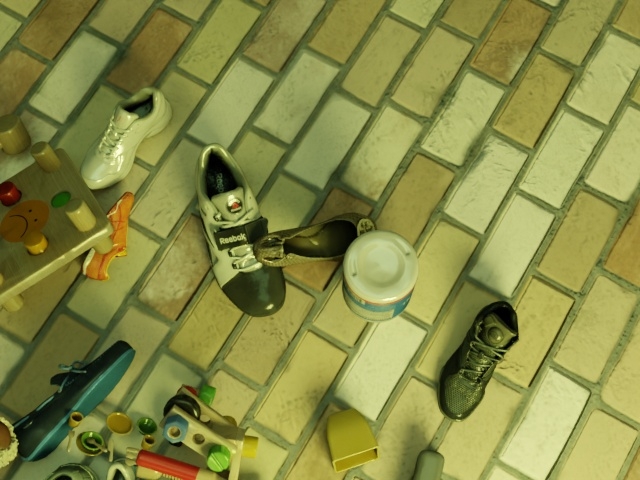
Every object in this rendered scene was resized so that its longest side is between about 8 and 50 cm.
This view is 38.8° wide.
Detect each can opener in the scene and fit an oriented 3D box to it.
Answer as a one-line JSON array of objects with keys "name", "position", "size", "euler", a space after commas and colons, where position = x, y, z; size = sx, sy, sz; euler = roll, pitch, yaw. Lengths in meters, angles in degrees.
[{"name": "can opener", "position": [0.138, 0.480, 1.494], "size": [0.093, 0.074, 0.280], "euler": [18, 74, 7]}]

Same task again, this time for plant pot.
[{"name": "plant pot", "position": [0.048, 0.334, 1.539], "size": [0.081, 0.081, 0.083], "euler": [-18, 63, -5]}]

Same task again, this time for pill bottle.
[{"name": "pill bottle", "position": [0.098, 0.070, 1.543], "size": [0.124, 0.221, 0.124], "euler": [0, 74, 1]}]

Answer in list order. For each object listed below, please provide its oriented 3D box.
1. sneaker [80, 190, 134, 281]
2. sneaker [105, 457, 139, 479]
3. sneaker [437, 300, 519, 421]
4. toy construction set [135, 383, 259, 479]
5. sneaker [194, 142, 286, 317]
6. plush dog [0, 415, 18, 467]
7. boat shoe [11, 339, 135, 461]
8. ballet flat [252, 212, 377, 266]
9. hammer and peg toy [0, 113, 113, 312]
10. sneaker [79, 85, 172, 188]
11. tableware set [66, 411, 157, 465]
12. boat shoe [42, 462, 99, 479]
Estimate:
[{"name": "sneaker", "position": [-0.378, -0.007, 1.665], "size": [0.067, 0.064, 0.175], "euler": [24, 79, -14]}, {"name": "sneaker", "position": [-0.337, 0.457, 1.503], "size": [0.071, 0.083, 0.190], "euler": [-7, 74, -3]}, {"name": "sneaker", "position": [0.269, 0.199, 1.552], "size": [0.087, 0.130, 0.227], "euler": [30, 78, 11]}, {"name": "toy construction set", "position": [-0.158, 0.377, 1.426], "size": [0.237, 0.309, 0.257], "euler": [17, 82, 1]}, {"name": "sneaker", "position": [-0.156, -0.022, 1.617], "size": [0.122, 0.146, 0.330], "euler": [-22, 75, -7]}, {"name": "plush dog", "position": [-0.634, 0.410, 1.455], "size": [0.211, 0.262, 0.225], "euler": [-13, 83, 37]}, {"name": "boat shoe", "position": [-0.433, 0.259, 1.554], "size": [0.089, 0.109, 0.258], "euler": [41, 76, 15]}, {"name": "ballet flat", "position": [0.000, 0.000, 1.607], "size": [0.250, 0.058, 0.084], "euler": [-9, 90, -28]}, {"name": "hammer and peg toy", "position": [-0.548, -0.054, 1.626], "size": [0.266, 0.127, 0.361], "euler": [-34, 51, -10]}, {"name": "sneaker", "position": [-0.374, -0.201, 1.686], "size": [0.090, 0.115, 0.232], "euler": [32, 76, 10]}, {"name": "tableware set", "position": [-0.348, 0.323, 1.526], "size": [0.154, 0.024, 0.104], "euler": [18, 35, -22]}, {"name": "boat shoe", "position": [-0.493, 0.499, 1.482], "size": [0.116, 0.099, 0.319], "euler": [38, 77, 11]}]
